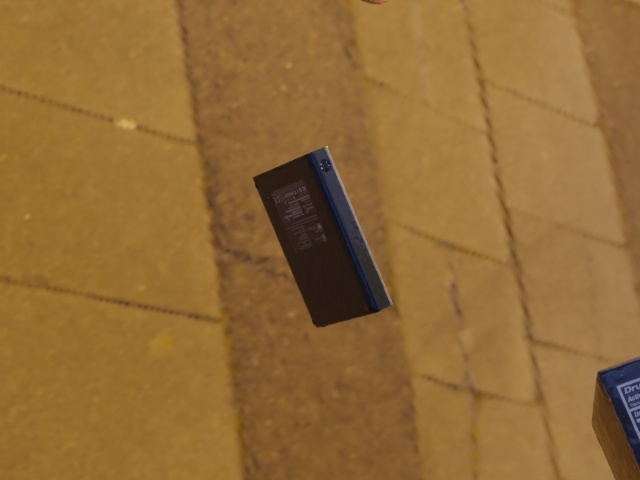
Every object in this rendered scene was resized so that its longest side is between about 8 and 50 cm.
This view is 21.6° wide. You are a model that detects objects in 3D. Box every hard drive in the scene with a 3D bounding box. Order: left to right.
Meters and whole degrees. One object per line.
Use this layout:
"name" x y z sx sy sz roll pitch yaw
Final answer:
"hard drive" 0.000 0.000 1.337 0.022 0.094 0.135 -24 93 -33

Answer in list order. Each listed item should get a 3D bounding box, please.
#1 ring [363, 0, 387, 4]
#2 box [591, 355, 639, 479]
"ring" -0.066 -0.312 1.358 0.336 0.032 0.336 39 16 -13
"box" 0.470 0.242 1.724 0.183 0.296 0.294 75 -4 -65
